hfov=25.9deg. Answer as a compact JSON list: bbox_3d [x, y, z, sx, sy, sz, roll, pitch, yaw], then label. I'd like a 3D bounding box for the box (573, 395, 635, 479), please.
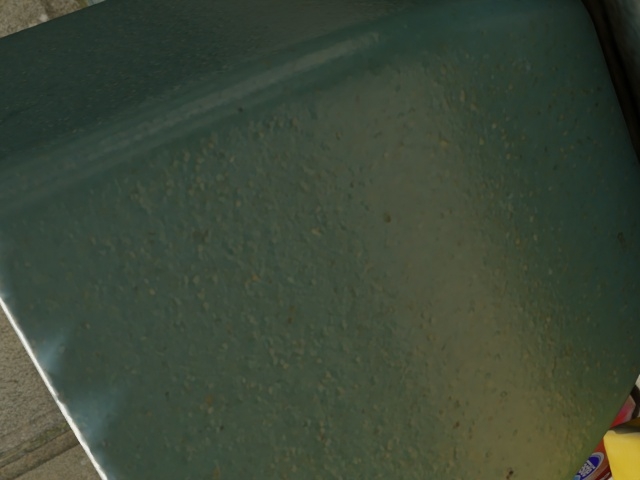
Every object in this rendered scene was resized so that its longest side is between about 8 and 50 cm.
[{"bbox_3d":[0.059,0.043,0.817,0.257,0.122,0.128,58,170,26],"label":"box"}]

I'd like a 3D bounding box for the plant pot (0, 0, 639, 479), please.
[{"bbox_3d":[0.000,0.000,0.606,0.248,0.252,0.247,66,170,-23],"label":"plant pot"}]

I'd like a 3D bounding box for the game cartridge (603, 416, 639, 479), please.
[{"bbox_3d":[0.213,0.206,0.501,0.323,0.052,0.285,154,101,-79],"label":"game cartridge"}]
